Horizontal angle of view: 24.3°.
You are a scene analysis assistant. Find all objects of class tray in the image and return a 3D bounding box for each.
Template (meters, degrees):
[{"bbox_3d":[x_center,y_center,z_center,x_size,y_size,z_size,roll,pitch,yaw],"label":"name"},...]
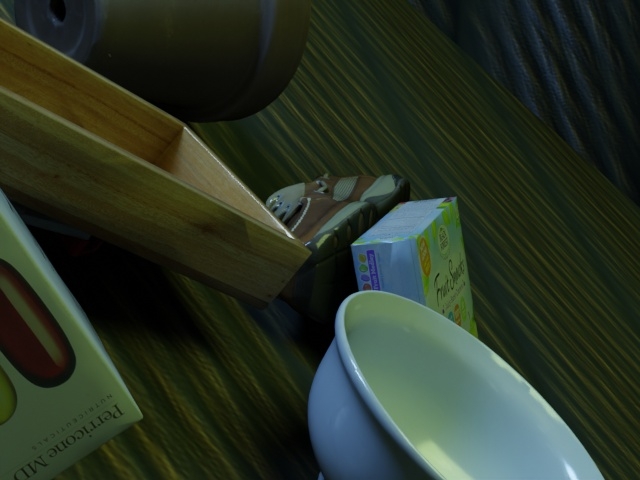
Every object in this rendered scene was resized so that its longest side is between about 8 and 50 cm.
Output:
[{"bbox_3d":[-0.193,-0.078,1.140,0.203,0.076,0.411,45,11,35],"label":"tray"}]

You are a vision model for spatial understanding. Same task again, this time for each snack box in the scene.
[{"bbox_3d":[0.097,0.061,1.449,0.207,0.070,0.175,-38,120,-72],"label":"snack box"}]

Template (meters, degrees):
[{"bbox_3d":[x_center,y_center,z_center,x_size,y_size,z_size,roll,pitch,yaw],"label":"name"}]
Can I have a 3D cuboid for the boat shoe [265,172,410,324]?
[{"bbox_3d":[0.000,0.000,1.499,0.119,0.123,0.324,12,13,14],"label":"boat shoe"}]

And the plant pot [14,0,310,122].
[{"bbox_3d":[-0.180,-0.242,1.515,0.229,0.263,0.263,-12,53,-43],"label":"plant pot"}]

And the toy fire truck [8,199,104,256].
[{"bbox_3d":[-0.259,-0.050,1.191,0.135,0.047,0.192,48,20,22],"label":"toy fire truck"}]

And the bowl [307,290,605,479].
[{"bbox_3d":[0.092,0.190,1.198,0.298,0.134,0.298,36,19,-15],"label":"bowl"}]

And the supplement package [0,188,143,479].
[{"bbox_3d":[-0.224,0.020,0.802,0.244,0.139,0.134,60,-7,-32],"label":"supplement package"}]
